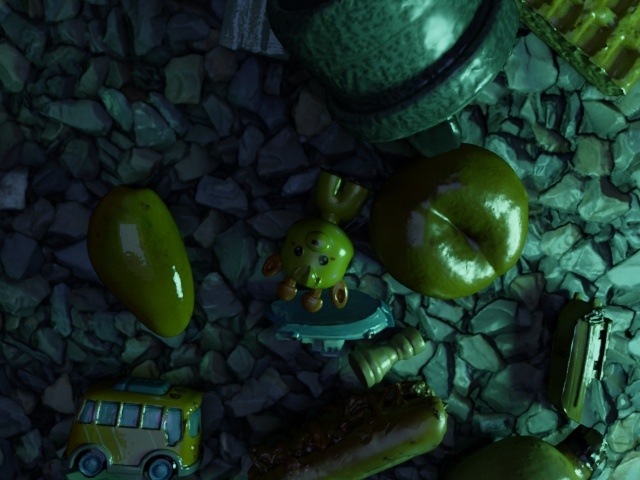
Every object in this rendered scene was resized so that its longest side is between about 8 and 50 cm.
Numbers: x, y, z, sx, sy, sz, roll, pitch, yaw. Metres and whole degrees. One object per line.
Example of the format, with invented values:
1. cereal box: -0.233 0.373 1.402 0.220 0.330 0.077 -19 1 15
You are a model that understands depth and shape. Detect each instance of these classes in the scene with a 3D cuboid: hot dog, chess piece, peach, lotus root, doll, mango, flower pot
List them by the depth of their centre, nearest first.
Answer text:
1. flower pot: 0.110 -0.292 0.649 0.299 0.299 0.282 -49 128 3
2. peach: 0.201 -0.026 0.749 0.250 0.153 0.252 -1 103 -3
3. mango: -0.276 0.038 0.749 0.138 0.113 0.254 -18 105 -5
4. doll: 0.000 0.000 0.750 0.142 0.135 0.221 21 92 3
5. hot dog: 0.041 0.319 0.787 0.348 0.158 0.117 -23 80 3
6. chess piece: 0.112 0.190 0.809 0.122 0.066 0.066 -27 98 -15
7. lotus root: 0.346 0.420 0.809 0.309 0.183 0.183 -31 98 -1

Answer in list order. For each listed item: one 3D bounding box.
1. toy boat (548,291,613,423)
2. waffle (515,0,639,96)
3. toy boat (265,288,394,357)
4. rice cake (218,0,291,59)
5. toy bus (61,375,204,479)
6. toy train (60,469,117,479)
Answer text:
1. toy boat: 0.453 0.204 0.836 0.087 0.068 0.226 2 97 -12
2. waffle: 0.431 -0.374 0.764 0.274 0.057 0.168 35 93 -7
3. toy boat: 0.018 0.138 0.803 0.214 0.088 0.102 -3 132 -4
4. rice cake: -0.078 -0.403 0.737 0.127 0.043 0.237 8 98 -6
5. toy bus: -0.288 0.295 0.776 0.209 0.126 0.136 8 88 -4
6. toy train: -0.472 0.580 0.816 0.086 0.088 0.407 34 95 28
